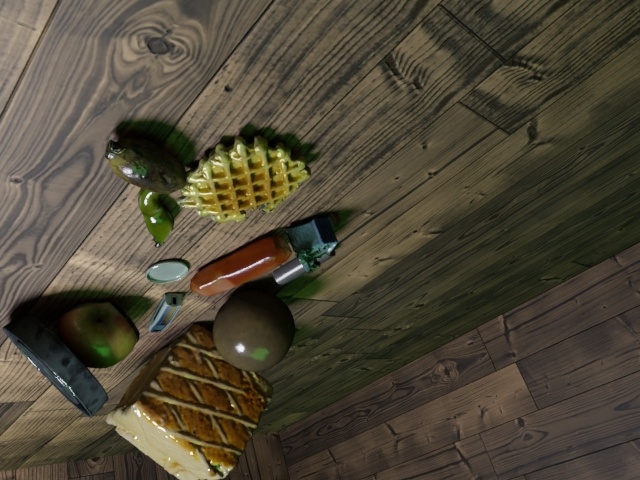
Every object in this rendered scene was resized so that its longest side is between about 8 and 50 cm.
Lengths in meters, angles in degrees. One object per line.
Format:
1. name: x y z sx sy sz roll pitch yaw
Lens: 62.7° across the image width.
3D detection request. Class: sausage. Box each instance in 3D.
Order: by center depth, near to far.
1. sausage: -0.213 0.071 1.392 0.300 0.083 0.089 -24 159 16

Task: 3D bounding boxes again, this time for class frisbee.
1. frisbee: -0.399 0.081 1.367 0.110 0.014 0.110 -16 153 -8

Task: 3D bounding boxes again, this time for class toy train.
1. toy train: -0.469 0.233 1.567 0.055 0.048 0.252 3 146 -31

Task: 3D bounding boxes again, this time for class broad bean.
1. broad bean: -0.346 -0.056 1.112 0.070 0.048 0.213 -7 147 -20

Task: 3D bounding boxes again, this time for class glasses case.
1. glasses case: -0.048 0.072 1.545 0.191 0.042 0.072 -31 158 23

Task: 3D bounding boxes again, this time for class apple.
1. apple: -0.601 0.259 1.416 0.207 0.173 0.188 17 136 -25

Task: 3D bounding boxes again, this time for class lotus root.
1. lotus root: -0.311 -0.133 0.957 0.089 0.080 0.179 -29 150 22

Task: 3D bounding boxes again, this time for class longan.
1. longan: -0.196 0.270 1.589 0.258 0.258 0.258 -15 152 -8

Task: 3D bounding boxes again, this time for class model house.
1. model house: 0.000 0.000 1.373 0.149 0.119 0.148 -28 152 1

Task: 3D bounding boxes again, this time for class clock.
1. clock: -0.672 0.320 1.342 0.066 0.319 0.319 -44 167 -33

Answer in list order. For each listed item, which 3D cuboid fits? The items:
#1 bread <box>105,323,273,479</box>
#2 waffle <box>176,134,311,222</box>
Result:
1. bread: -0.412 0.534 1.702 0.390 0.371 0.279 41 136 -11
2. waffle: -0.163 -0.118 1.107 0.250 0.056 0.261 10 143 -43
